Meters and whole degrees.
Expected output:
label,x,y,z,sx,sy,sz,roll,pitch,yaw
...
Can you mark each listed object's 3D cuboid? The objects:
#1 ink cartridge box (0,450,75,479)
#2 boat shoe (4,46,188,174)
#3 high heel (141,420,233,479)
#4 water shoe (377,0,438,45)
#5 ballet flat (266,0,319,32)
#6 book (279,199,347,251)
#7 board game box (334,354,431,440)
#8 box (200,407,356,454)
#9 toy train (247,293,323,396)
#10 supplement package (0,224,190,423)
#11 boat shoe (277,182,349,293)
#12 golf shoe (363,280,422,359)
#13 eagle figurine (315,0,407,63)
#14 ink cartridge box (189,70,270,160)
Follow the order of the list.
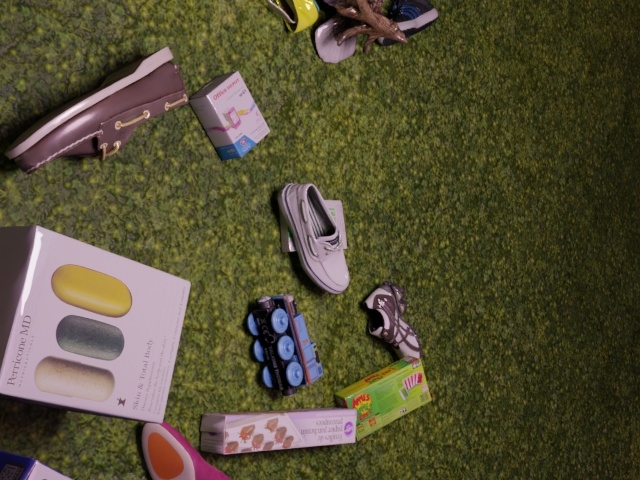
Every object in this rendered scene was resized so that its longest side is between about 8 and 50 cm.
label,x,y,z,sx,sy,sz,roll,pitch,yaw
ink cartridge box,-0.364,0.449,1.140,0.395,0.151,0.270,44,56,-37
boat shoe,-0.310,-0.175,1.272,0.324,0.117,0.096,-48,118,-44
high heel,-0.195,0.361,1.400,0.244,0.082,0.117,55,21,-13
water shoe,0.167,-0.467,1.845,0.203,0.073,0.080,-33,89,-47
ballet flat,-0.082,-0.470,1.567,0.077,0.077,0.231,-47,124,-18
book,-0.016,-0.028,1.635,0.144,0.035,0.096,-2,87,-44
board game box,0.123,0.304,1.707,0.181,0.043,0.092,-23,104,-26
box,-0.065,0.328,1.530,0.324,0.067,0.063,9,81,-45
toy train,-0.063,0.178,1.538,0.105,0.080,0.184,-27,105,-54
supplement package,-0.342,0.113,1.132,0.263,0.198,0.199,27,68,-51
boat shoe,0.000,0.000,1.572,0.083,0.076,0.226,-46,115,-36
golf shoe,0.139,0.183,1.765,0.094,0.077,0.198,-28,107,-26
eagle figurine,0.087,-0.503,1.697,0.226,0.225,0.298,96,-14,-53
ink cartridge box,-0.153,-0.211,1.483,0.088,0.052,0.122,-48,120,-37
